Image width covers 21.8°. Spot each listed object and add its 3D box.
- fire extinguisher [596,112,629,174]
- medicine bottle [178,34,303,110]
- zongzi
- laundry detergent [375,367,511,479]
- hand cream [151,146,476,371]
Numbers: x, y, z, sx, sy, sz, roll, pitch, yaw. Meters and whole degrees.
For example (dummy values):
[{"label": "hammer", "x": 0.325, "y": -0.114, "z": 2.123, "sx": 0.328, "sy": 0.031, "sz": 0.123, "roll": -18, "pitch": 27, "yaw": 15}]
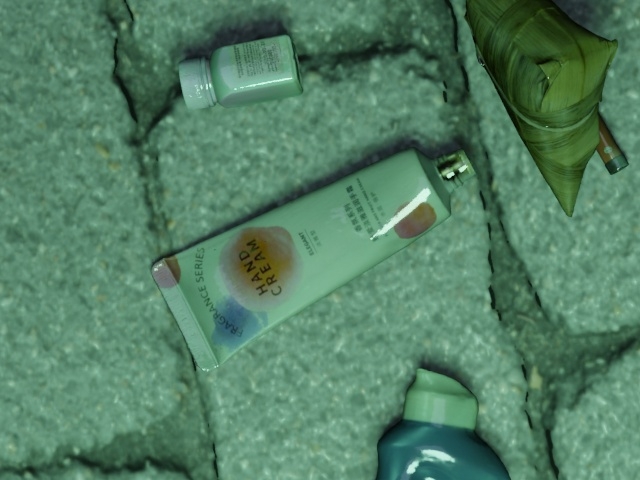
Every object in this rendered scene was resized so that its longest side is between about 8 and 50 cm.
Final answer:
[{"label": "fire extinguisher", "x": 0.277, "y": -0.105, "z": 1.670, "sx": 0.028, "sy": 0.022, "sz": 0.083, "roll": -34, "pitch": 80, "yaw": 31}, {"label": "medicine bottle", "x": -0.080, "y": -0.167, "z": 1.680, "sx": 0.118, "sy": 0.074, "sz": 0.055, "roll": -11, "pitch": 83, "yaw": 5}, {"label": "zongzi", "x": 0.209, "y": -0.156, "z": 1.670, "sx": 0.094, "sy": 0.204, "sz": 0.205, "roll": -22, "pitch": 44, "yaw": -15}, {"label": "laundry detergent", "x": 0.107, "y": 0.271, "z": 1.604, "sx": 0.143, "sy": 0.094, "sz": 0.290, "roll": 7, "pitch": 85, "yaw": 3}, {"label": "hand cream", "x": 0.000, "y": 0.000, "z": 1.662, "sx": 0.340, "sy": 0.078, "sz": 0.124, "roll": -29, "pitch": 83, "yaw": 6}]
